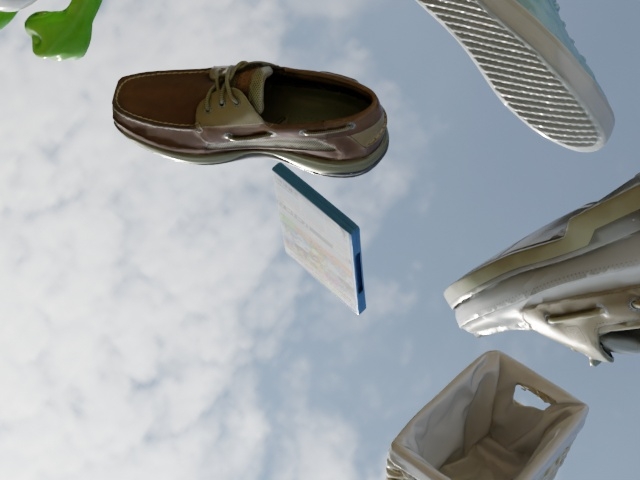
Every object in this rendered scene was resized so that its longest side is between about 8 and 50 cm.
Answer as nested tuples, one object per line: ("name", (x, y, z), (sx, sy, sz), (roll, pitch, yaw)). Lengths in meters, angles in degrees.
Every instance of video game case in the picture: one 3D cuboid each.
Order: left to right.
("video game case", (0.000, 0.000, 1.546), (0.015, 0.166, 0.119), (-41, -117, -20))

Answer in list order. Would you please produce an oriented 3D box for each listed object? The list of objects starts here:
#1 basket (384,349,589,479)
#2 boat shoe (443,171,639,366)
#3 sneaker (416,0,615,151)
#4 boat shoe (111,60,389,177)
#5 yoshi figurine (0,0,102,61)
("basket", (0.142, 0.195, 1.282), (0.113, 0.103, 0.167), (32, -134, 23))
("boat shoe", (0.183, 0.031, 0.966), (0.113, 0.103, 0.302), (-30, 178, -25))
("sneaker", (0.247, -0.277, 1.748), (0.150, 0.366, 0.135), (-44, -173, -23))
("boat shoe", (-0.079, -0.161, 1.689), (0.324, 0.120, 0.122), (5, -120, 3))
("yoshi figurine", (-0.226, -0.270, 1.302), (0.362, 0.203, 0.203), (-17, -130, -22))
